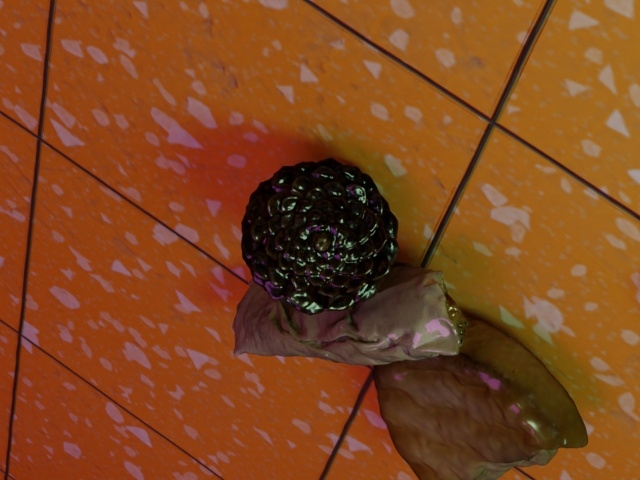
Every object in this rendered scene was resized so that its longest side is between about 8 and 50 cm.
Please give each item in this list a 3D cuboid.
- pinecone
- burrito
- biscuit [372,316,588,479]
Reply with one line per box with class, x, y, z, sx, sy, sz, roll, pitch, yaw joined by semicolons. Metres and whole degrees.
pinecone;-0.006;-0.004;1.733;0.163;0.163;0.165;44;173;-6
burrito;0.026;0.076;1.816;0.076;0.117;0.392;22;165;-32
biscuit;0.162;0.173;1.820;0.213;0.091;0.274;56;150;-6
